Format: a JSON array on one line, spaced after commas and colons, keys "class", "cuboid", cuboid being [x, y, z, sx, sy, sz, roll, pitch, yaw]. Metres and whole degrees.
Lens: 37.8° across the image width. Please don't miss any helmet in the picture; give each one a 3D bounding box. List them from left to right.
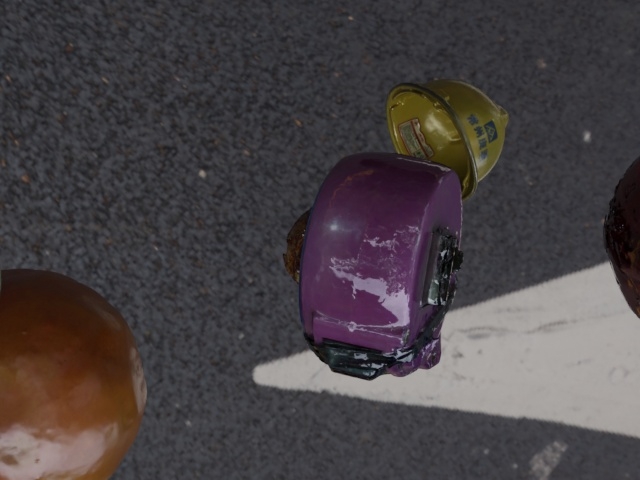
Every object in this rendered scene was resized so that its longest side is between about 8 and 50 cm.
[{"class": "helmet", "cuboid": [0.218, -0.174, 1.463, 0.140, 0.257, 0.205, -27, 105, -18]}]

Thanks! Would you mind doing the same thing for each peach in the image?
[{"class": "peach", "cuboid": [-0.411, 0.208, 1.261, 0.301, 0.342, 0.343, -29, 140, -68]}]

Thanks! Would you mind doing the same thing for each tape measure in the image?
[{"class": "tape measure", "cuboid": [0.077, 0.026, 0.976, 0.245, 0.149, 0.232, -8, 109, -70]}]

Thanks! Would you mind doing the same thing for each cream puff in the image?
[{"class": "cream puff", "cuboid": [0.000, 0.000, 1.365, 0.149, 0.084, 0.149, -43, 156, -25]}]

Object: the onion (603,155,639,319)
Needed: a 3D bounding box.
[{"class": "onion", "cuboid": [0.366, -0.015, 0.778, 0.219, 0.252, 0.252, -63, 141, -40]}]
